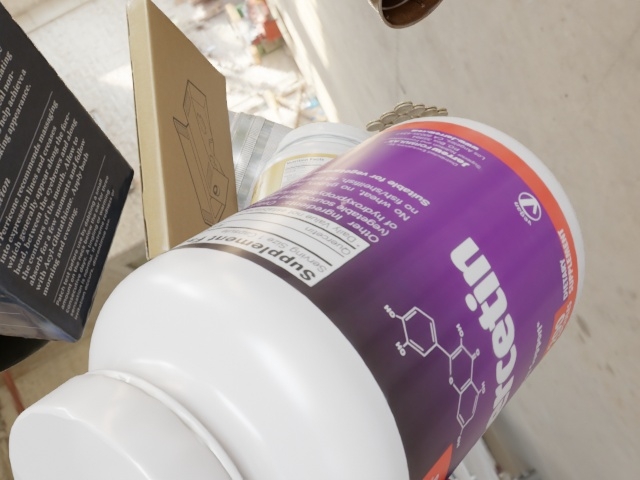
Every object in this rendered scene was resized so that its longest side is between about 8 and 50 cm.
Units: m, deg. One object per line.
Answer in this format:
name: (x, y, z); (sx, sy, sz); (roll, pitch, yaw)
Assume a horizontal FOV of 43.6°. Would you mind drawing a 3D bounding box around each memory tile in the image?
memory tile: (0.169, -0.236, 1.556); (0.148, 0.113, 0.012); (2, -112, -45)

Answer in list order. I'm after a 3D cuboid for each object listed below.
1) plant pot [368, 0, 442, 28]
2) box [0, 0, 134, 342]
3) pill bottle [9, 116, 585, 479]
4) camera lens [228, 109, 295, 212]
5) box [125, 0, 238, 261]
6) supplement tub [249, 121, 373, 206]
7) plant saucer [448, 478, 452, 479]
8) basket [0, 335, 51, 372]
plant pot: (0.097, -0.430, 1.183); (0.165, 0.167, 0.167); (47, 173, 25)
box: (-0.399, -0.083, 0.707); (0.395, 0.293, 0.212); (63, -146, -58)
pill bottle: (0.008, 0.058, 0.437); (0.181, 0.323, 0.181); (19, 125, 30)
camera lens: (-0.099, -0.128, 1.633); (0.274, 0.219, 0.219); (20, -176, -5)
box: (-0.104, -0.068, 0.646); (0.164, 0.021, 0.201); (36, -136, -72)
supplement tub: (0.000, 0.000, 1.174); (0.228, 0.228, 0.316); (62, -154, -42)
plant saucer: (0.112, 0.215, 0.593); (0.258, 0.048, 0.259); (36, 169, -37)
basket: (-0.472, 0.051, 1.084); (0.227, 0.154, 0.204); (45, -154, 10)
